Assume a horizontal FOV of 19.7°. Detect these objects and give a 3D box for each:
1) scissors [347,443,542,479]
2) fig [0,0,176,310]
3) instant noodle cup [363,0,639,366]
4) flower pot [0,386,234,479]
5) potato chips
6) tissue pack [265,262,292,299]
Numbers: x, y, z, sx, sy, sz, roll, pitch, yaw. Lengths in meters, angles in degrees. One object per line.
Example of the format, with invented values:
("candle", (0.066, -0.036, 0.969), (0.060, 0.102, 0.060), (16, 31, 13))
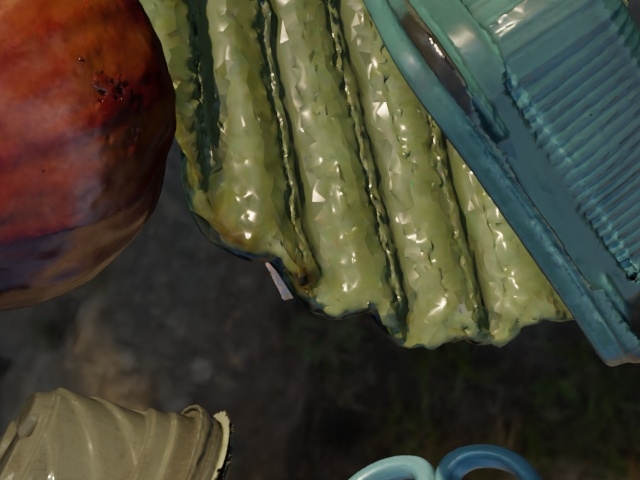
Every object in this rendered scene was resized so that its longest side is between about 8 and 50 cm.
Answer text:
("scissors", (0.061, 0.351, 1.316), (0.192, 0.447, 0.029), (-10, 142, 28))
("fig", (-0.105, -0.027, 0.524), (0.128, 0.150, 0.128), (9, 146, 6))
("instant noodle cup", (0.070, -0.061, 0.631), (0.070, 0.157, 0.179), (-34, 132, 8))
("flower pot", (-0.174, 0.196, 1.306), (0.140, 0.235, 0.235), (30, 142, -10))
("potato chips", (0.031, -0.142, 1.068), (0.358, 0.429, 0.070), (-10, 175, -30))
("tissue pack", (0.000, 0.000, 1.454), (0.094, 0.059, 0.074), (-19, 146, 2))
